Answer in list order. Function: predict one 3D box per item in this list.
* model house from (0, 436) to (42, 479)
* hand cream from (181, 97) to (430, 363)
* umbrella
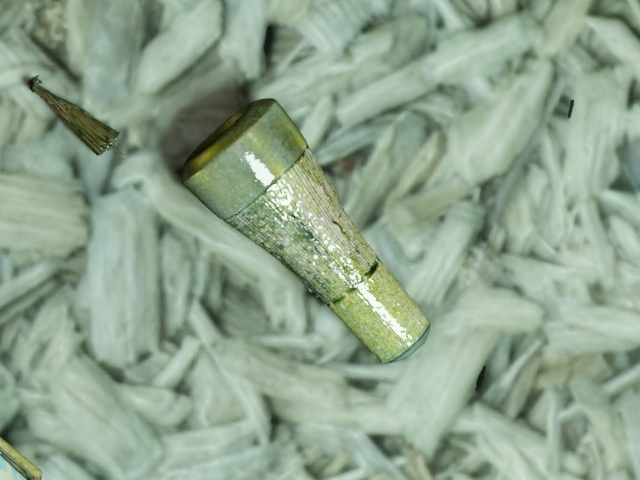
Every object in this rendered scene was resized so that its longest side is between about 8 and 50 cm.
[{"bbox_3d":[-0.276,0.177,1.065,0.206,0.178,0.271,-10,75,-19],"label":"model house"},{"bbox_3d":[0.000,0.000,1.158,0.084,0.084,0.203,-44,101,-4],"label":"hand cream"},{"bbox_3d":[-0.166,-0.082,1.162,0.083,0.031,0.020,44,118,-2],"label":"umbrella"}]
